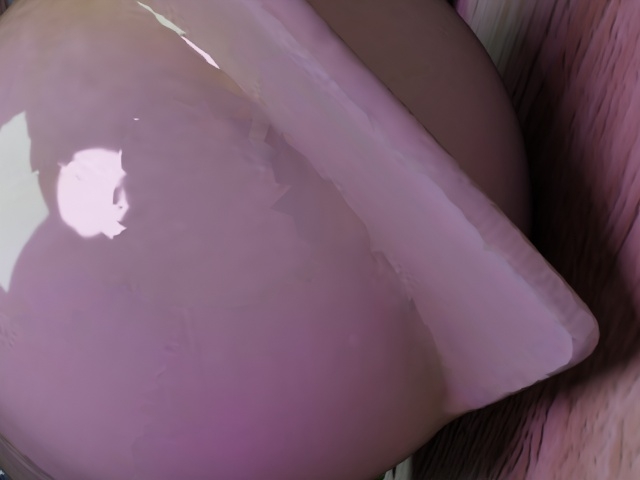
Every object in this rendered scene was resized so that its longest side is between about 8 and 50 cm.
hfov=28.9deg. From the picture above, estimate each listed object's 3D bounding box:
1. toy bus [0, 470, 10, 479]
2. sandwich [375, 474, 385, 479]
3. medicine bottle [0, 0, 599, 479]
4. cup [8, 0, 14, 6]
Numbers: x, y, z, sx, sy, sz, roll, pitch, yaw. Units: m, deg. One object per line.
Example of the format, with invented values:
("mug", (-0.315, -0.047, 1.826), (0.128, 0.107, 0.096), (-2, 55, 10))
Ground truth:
("toy bus", (-0.157, 0.171, 1.096), (0.203, 0.233, 0.427), (45, 115, 56))
("sandwich", (0.035, 0.080, 0.756), (0.067, 0.029, 0.135), (-98, 15, -71))
("medicine bottle", (-0.044, 0.003, 0.528), (0.406, 0.235, 0.236), (130, 144, -70))
("cup", (-0.043, -0.217, 0.789), (0.357, 0.259, 0.274), (-53, -2, -21))
